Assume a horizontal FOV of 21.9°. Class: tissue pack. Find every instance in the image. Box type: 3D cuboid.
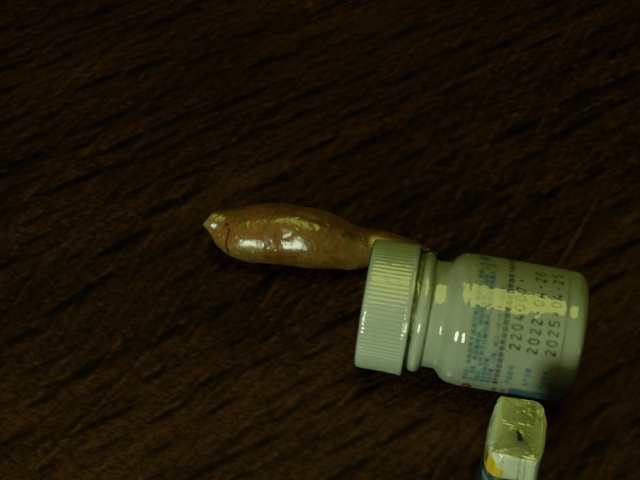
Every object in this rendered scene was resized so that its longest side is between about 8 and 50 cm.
[{"bbox_3d":[0.134,0.160,1.169,0.042,0.083,0.062,10,40,6],"label":"tissue pack"}]

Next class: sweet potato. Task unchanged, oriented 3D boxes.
[{"bbox_3d":[0.000,0.000,1.365,0.195,0.056,0.056,9,40,-5],"label":"sweet potato"}]

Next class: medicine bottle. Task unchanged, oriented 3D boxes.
[{"bbox_3d":[0.115,0.061,1.268,0.168,0.105,0.105,10,40,3],"label":"medicine bottle"}]
